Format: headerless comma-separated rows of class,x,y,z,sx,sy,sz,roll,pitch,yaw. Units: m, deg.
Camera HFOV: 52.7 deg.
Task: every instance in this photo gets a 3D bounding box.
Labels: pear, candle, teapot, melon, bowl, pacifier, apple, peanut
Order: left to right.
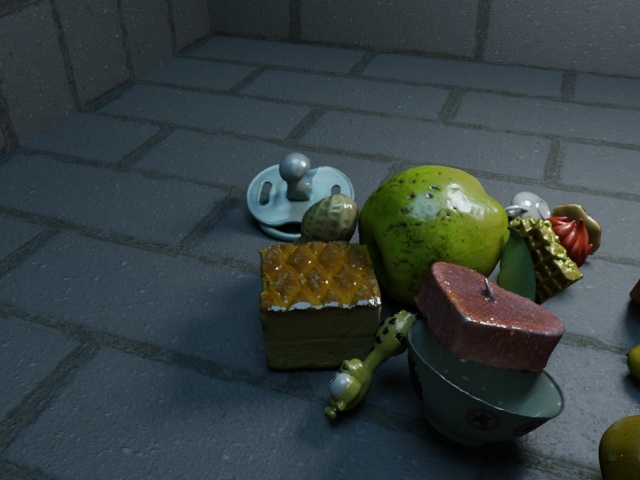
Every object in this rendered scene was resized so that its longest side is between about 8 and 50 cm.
pacifier,-0.072,-0.154,1.981,0.343,0.269,0.288,0,59,8
peanut,0.000,0.000,1.718,0.146,0.306,0.147,16,38,-13
pear,0.295,-0.018,1.669,0.390,0.391,0.391,-1,34,1
bowl,0.304,0.311,1.318,0.337,0.158,0.337,19,18,-6
candle,0.336,0.153,1.356,0.316,0.132,0.287,30,23,27
melon,0.473,0.089,1.598,0.113,0.262,0.053,-8,15,-10
teapot,0.617,-0.080,1.914,0.226,0.092,0.145,13,61,-43
apple,0.604,0.409,1.186,0.155,0.182,0.182,-20,24,30

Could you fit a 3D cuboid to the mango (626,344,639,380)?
mango,0.814,0.282,1.450,0.237,0.091,0.137,1,35,-5

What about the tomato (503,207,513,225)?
tomato,0.494,-0.065,1.967,0.227,0.101,0.228,1,31,0

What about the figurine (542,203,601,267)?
figurine,0.646,0.009,1.765,0.208,0.181,0.257,8,31,45

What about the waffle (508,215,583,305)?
waffle,0.533,0.048,1.644,0.057,0.229,0.219,-17,71,-23

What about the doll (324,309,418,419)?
doll,0.107,0.264,1.401,0.086,0.117,0.291,43,84,0

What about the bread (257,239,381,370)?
bread,-0.005,0.152,1.562,0.278,0.207,0.279,-5,33,-4

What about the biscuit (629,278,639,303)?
biscuit,0.941,-0.010,1.662,0.078,0.350,0.455,38,64,20
